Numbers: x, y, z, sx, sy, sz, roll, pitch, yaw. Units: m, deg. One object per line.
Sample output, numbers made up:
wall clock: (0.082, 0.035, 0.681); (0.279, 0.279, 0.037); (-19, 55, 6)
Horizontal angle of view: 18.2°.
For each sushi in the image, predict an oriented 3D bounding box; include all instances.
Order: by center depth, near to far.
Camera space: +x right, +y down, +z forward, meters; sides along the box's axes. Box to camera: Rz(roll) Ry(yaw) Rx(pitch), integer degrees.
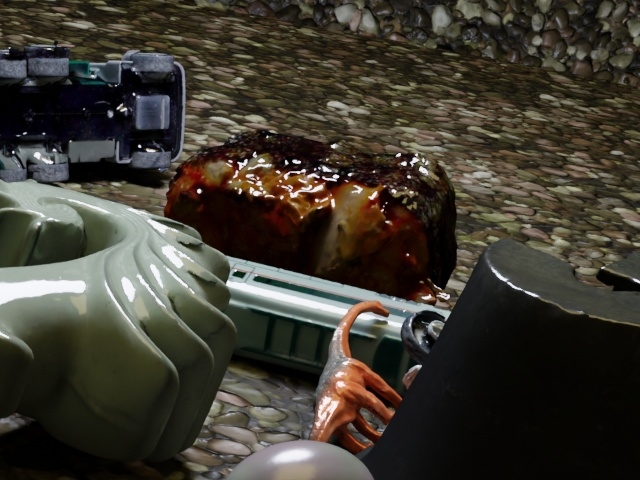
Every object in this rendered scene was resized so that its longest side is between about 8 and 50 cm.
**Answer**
sushi: (0.000, 0.000, 2.172); (0.343, 0.196, 0.182); (13, 34, 25)

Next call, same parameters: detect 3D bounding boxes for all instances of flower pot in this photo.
flower pot: (0.219, 0.152, 1.646); (0.379, 0.251, 0.379); (12, 16, -4)
flower pot: (-0.209, 0.074, 1.740); (0.254, 0.164, 0.367); (19, 16, -12)

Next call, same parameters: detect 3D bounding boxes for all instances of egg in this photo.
egg: (-0.018, 0.207, 1.546); (0.135, 0.103, 0.103); (-2, 20, -32)

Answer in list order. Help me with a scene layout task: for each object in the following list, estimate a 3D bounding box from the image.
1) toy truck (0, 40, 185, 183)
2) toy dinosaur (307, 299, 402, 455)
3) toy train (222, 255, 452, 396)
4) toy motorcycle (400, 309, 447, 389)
toy truck: (-0.345, -0.166, 2.503); (0.363, 0.176, 0.178); (-4, 10, -39)
toy dinosaur: (0.034, 0.138, 1.836); (0.101, 0.055, 0.279); (42, 26, -1)
toy train: (-0.070, 0.075, 2.007); (0.407, 0.086, 0.088); (13, 23, 9)
toy motorcycle: (0.177, 0.144, 1.899); (0.229, 0.074, 0.151); (20, 42, -26)
